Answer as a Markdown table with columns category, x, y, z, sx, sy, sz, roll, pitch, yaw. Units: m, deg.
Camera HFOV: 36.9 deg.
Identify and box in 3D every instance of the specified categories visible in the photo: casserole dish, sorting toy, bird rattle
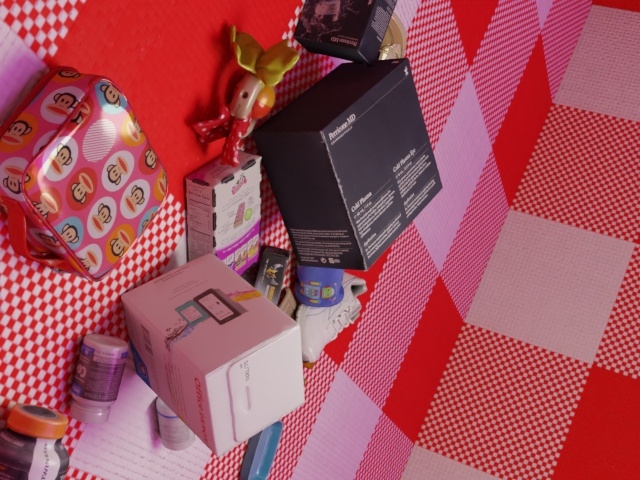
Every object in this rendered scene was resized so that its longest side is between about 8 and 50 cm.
| category | x | y | z | sx | sy | sz | roll | pitch | yaw |
| --- | --- | --- | --- | --- | --- | --- | --- | --- | --- |
| casserole dish | -0.146 | 0.510 | 2.316 | 0.114 | 0.037 | 0.188 | 12 | 96 | -65 |
| sorting toy | -0.089 | 0.277 | 2.286 | 0.229 | 0.041 | 0.307 | -65 | 155 | -26 |
| bird rattle | -0.125 | -0.255 | 1.766 | 0.207 | 0.143 | 0.253 | -23 | 131 | -79 |

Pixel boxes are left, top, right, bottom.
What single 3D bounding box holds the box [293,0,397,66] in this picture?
| category | x | y | z | sx | sy | sz | roll | pitch | yaw |
| --- | --- | --- | --- | --- | --- | --- | --- | --- | --- |
| box | 0.052 | -0.454 | 1.953 | 0.093 | 0.156 | 0.158 | 26 | 82 | -64 |

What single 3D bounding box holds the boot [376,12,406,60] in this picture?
| category | x | y | z | sx | sy | sz | roll | pitch | yaw |
| --- | --- | --- | --- | --- | --- | --- | --- | --- | --- |
| boot | 0.115 | -0.390 | 2.207 | 0.203 | 0.095 | 0.262 | -58 | 156 | -27 |

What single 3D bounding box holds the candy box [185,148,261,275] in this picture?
| category | x | y | z | sx | sy | sz | roll | pitch | yaw |
| --- | --- | --- | --- | --- | --- | --- | --- | --- | --- |
| candy box | -0.183 | -0.038 | 1.837 | 0.159 | 0.071 | 0.233 | -39 | 141 | -50 |

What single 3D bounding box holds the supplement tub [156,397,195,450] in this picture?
| category | x | y | z | sx | sy | sz | roll | pitch | yaw |
| --- | --- | --- | --- | --- | --- | --- | --- | --- | --- |
| supplement tub | -0.284 | 0.352 | 1.885 | 0.071 | 0.071 | 0.107 | -43 | 142 | -47 |

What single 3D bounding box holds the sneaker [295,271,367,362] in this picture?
| category | x | y | z | sx | sy | sz | roll | pitch | yaw |
| --- | --- | --- | --- | --- | --- | --- | --- | --- | --- |
| sneaker | 0.023 | 0.171 | 2.284 | 0.111 | 0.129 | 0.297 | 80 | 24 | -43 |

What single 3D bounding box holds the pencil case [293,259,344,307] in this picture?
| category | x | y | z | sx | sy | sz | roll | pitch | yaw |
| --- | --- | --- | --- | --- | --- | --- | --- | --- | --- |
| pencil case | 0.000 | 0.000 | 2.192 | 0.119 | 0.133 | 0.306 | -6 | 119 | -14 |

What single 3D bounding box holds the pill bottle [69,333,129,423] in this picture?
| category | x | y | z | sx | sy | sz | roll | pitch | yaw |
| --- | --- | --- | --- | --- | --- | --- | --- | --- | --- |
| pill bottle | -0.374 | 0.232 | 1.611 | 0.078 | 0.078 | 0.137 | 3 | 103 | -65 |

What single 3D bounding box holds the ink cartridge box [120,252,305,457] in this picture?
| category | x | y | z | sx | sy | sz | roll | pitch | yaw |
| --- | --- | --- | --- | --- | --- | --- | --- | --- | --- |
| ink cartridge box | -0.187 | 0.194 | 1.686 | 0.197 | 0.270 | 0.198 | -27 | 134 | -29 |

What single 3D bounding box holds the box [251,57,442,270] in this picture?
| category | x | y | z | sx | sy | sz | roll | pitch | yaw |
| --- | --- | --- | --- | --- | --- | --- | --- | --- | --- |
| box | 0.067 | -0.162 | 1.965 | 0.343 | 0.179 | 0.312 | -44 | 127 | -42 |

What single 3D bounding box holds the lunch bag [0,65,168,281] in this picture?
| category | x | y | z | sx | sy | sz | roll | pitch | yaw |
| --- | --- | --- | --- | --- | --- | --- | --- | --- | --- |
| lunch bag | -0.357 | -0.076 | 1.394 | 0.258 | 0.120 | 0.293 | -59 | 153 | -26 |

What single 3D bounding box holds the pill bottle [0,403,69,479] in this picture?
| category | x | y | z | sx | sy | sz | roll | pitch | yaw |
| --- | --- | --- | --- | --- | --- | --- | --- | --- | --- |
| pill bottle | -0.462 | 0.376 | 1.459 | 0.130 | 0.130 | 0.246 | 18 | 90 | -65 |

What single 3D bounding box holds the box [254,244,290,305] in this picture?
| category | x | y | z | sx | sy | sz | roll | pitch | yaw |
| --- | --- | --- | --- | --- | --- | --- | --- | --- | --- |
| box | -0.119 | 0.132 | 2.015 | 0.183 | 0.056 | 0.231 | -97 | -158 | -87 |
